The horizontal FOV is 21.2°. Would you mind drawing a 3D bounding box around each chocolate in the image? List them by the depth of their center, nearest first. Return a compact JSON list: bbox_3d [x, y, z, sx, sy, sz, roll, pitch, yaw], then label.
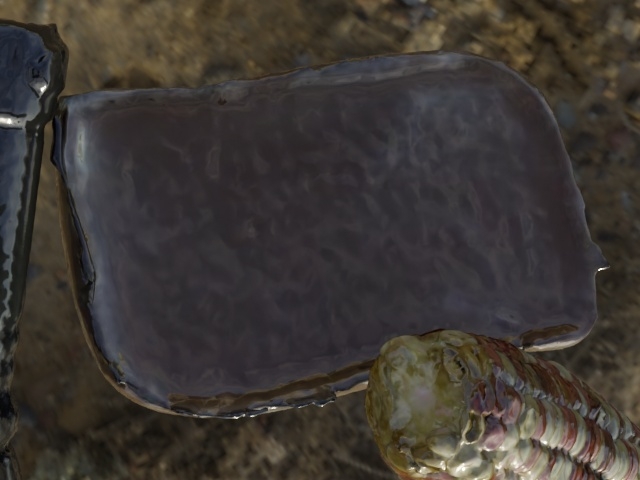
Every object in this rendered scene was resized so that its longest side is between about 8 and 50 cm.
[{"bbox_3d":[-0.001,0.000,0.804,0.261,0.083,0.161,-6,79,-23],"label":"chocolate"}]

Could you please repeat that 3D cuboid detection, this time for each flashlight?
[{"bbox_3d":[-0.152,0.022,0.687,0.093,0.093,0.232,4,95,-23],"label":"flashlight"}]

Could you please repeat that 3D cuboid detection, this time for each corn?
[{"bbox_3d":[0.076,0.081,0.648,0.079,0.079,0.237,-49,149,3],"label":"corn"}]
